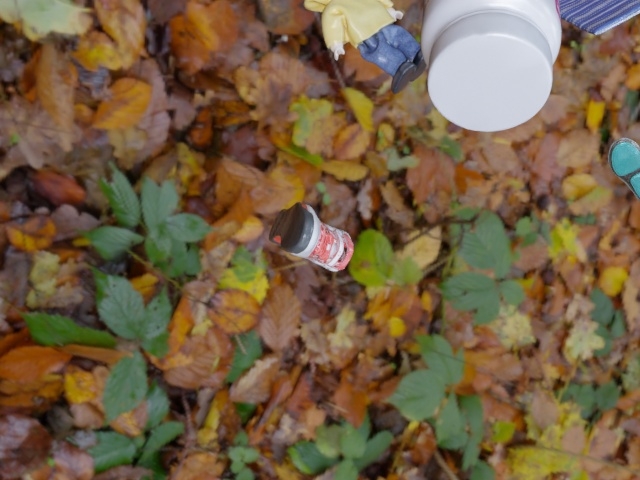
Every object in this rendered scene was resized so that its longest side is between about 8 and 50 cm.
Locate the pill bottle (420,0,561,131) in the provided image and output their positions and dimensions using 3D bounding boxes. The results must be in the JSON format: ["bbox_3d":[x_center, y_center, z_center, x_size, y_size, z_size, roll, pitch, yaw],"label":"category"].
[{"bbox_3d":[0.203,-0.272,0.982,0.160,0.160,0.283,61,30,-42],"label":"pill bottle"}]

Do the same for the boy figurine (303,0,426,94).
[{"bbox_3d":[0.068,-0.400,1.531,0.177,0.285,0.092,-44,170,-26],"label":"boy figurine"}]

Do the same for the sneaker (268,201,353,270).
[{"bbox_3d":[0.000,-0.001,1.475,0.145,0.270,0.090,22,87,-12],"label":"sneaker"}]

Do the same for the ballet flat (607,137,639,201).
[{"bbox_3d":[0.668,-0.160,1.767,0.213,0.072,0.068,43,30,-35],"label":"ballet flat"}]

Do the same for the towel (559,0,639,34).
[{"bbox_3d":[0.746,-0.662,2.194,0.243,0.336,0.040,-30,124,1],"label":"towel"}]
